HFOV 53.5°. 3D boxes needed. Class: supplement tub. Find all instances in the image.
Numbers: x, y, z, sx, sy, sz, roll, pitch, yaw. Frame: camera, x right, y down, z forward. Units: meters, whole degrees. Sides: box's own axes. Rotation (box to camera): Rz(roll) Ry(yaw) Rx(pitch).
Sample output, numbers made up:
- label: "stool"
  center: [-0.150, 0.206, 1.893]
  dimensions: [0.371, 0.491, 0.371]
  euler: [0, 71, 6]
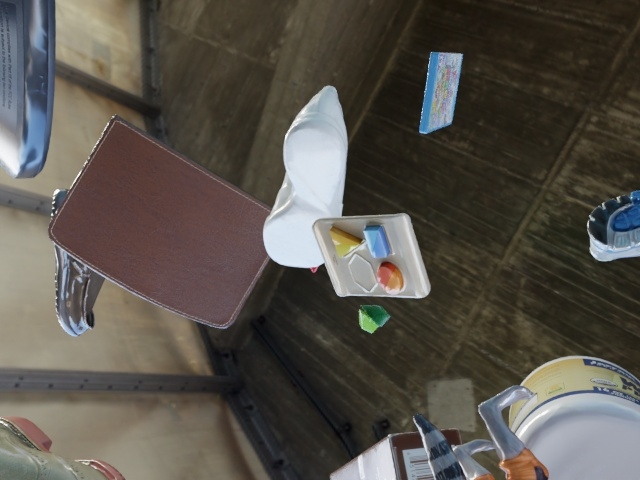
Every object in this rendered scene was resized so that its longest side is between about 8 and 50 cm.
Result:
- label: "supplement tub"
  center: [0.396, 0.301, 0.941]
  dimensions: [0.228, 0.316, 0.228]
  euler: [1, -86, 18]

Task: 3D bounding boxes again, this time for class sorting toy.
- label: "sorting toy"
  center: [0.033, 0.023, 0.380]
  dimensions: [0.062, 0.012, 0.083]
  euler: [-4, -59, 31]

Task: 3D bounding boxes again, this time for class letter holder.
- label: "letter holder"
  center: [-0.236, -0.018, 0.998]
  dimensions: [0.214, 0.302, 0.152]
  euler: [-61, -166, -4]

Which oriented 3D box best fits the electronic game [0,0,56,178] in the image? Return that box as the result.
- label: "electronic game"
  center: [-0.179, -0.150, 0.365]
  dimensions: [0.229, 0.048, 0.229]
  euler: [12, -76, 59]

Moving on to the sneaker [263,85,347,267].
- label: "sneaker"
  center: [-0.006, -0.059, 0.654]
  dimensions: [0.212, 0.080, 0.094]
  euler: [107, -3, -48]

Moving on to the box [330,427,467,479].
- label: "box"
  center: [0.139, 0.488, 1.177]
  dimensions: [0.381, 0.143, 0.191]
  euler: [114, -29, -57]

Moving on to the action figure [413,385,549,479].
- label: "action figure"
  center: [0.186, 0.379, 0.729]
  dimensions: [0.341, 0.178, 0.330]
  euler: [113, -16, -52]

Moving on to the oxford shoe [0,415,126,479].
- label: "oxford shoe"
  center: [-0.316, 0.274, 0.657]
  dimensions: [0.348, 0.130, 0.123]
  euler: [7, -103, 37]

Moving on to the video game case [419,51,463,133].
- label: "video game case"
  center: [0.195, -0.239, 1.015]
  dimensions: [0.015, 0.166, 0.119]
  euler: [13, -71, 21]

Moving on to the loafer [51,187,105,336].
- label: "loafer"
  center: [-0.520, 0.060, 1.413]
  dimensions: [0.134, 0.130, 0.366]
  euler: [-117, -149, -53]

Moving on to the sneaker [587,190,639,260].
- label: "sneaker"
  center: [0.378, -0.026, 0.685]
  dimensions: [0.191, 0.083, 0.071]
  euler: [-17, -118, 7]

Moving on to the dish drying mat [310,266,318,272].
- label: "dish drying mat"
  center: [0.000, 0.000, 0.778]
  dimensions: [0.032, 0.008, 0.083]
  euler: [50, -48, 28]
